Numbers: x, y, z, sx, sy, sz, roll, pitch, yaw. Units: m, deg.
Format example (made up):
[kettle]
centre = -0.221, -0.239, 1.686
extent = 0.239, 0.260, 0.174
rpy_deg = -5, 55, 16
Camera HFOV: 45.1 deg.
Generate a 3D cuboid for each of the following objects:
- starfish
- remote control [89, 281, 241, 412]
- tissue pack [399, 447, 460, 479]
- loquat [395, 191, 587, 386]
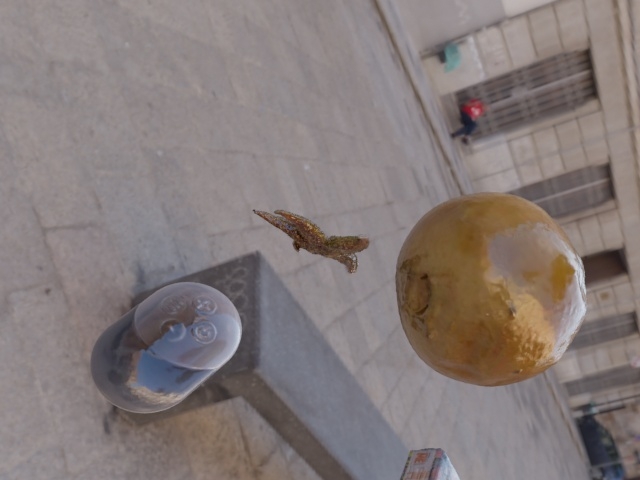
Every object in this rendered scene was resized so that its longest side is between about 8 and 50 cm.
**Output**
[starfish]
centre = -0.001, 0.001, 1.293
extent = 0.227, 0.241, 0.043
rpy_deg = 25, 73, -31
[remote control]
centre = -0.311, 0.212, 1.576
extent = 0.221, 0.332, 0.103
rpy_deg = 38, -34, 18
[tissue pack]
centre = 0.135, 0.350, 0.965
extent = 0.108, 0.060, 0.148
rpy_deg = 63, 32, -19
[loquat]
centre = 0.276, 0.078, 1.260
extent = 0.328, 0.329, 0.328
rpy_deg = -18, 90, -75
